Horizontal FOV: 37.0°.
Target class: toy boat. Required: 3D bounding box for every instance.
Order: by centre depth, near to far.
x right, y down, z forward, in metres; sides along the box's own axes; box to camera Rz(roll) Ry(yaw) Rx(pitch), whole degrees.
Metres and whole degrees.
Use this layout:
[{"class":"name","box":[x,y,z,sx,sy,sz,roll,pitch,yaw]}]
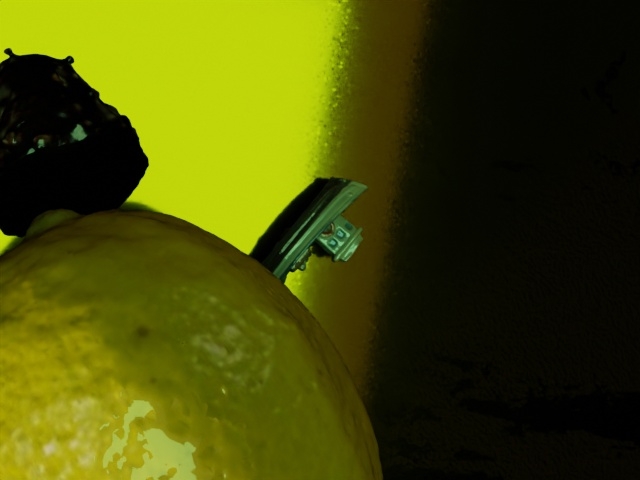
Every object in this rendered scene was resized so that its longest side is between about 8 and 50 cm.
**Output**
[{"class":"toy boat","box":[0.000,0.000,0.921,0.066,0.059,0.140,39,82,-2]}]

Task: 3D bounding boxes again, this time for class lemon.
[{"class":"lemon","box":[-0.150,0.139,0.752,0.364,0.364,0.364,-1,94,-15]}]

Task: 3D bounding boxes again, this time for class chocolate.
[{"class":"chocolate","box":[-0.238,-0.100,0.834,0.156,0.156,0.133,-21,69,-12]}]
